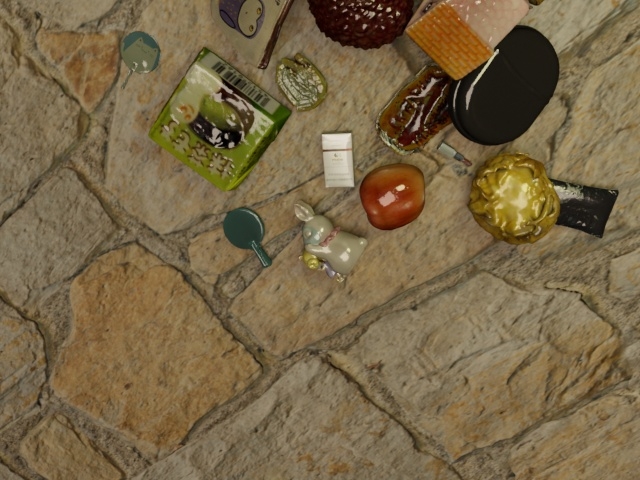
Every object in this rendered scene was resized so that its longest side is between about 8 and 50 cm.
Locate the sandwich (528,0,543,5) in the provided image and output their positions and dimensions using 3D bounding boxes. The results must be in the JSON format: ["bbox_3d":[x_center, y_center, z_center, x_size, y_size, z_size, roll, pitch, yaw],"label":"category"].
[{"bbox_3d":[0.457,-0.636,1.582,0.065,0.214,0.186,-40,102,18],"label":"sandwich"}]

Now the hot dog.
[{"bbox_3d":[0.268,-0.344,1.795,0.162,0.082,0.270,43,111,-8],"label":"hot dog"}]

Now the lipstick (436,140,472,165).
[{"bbox_3d":[0.367,-0.232,1.854,0.107,0.025,0.025,29,112,-10],"label":"lipstick"}]

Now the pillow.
[{"bbox_3d":[0.681,-0.094,1.845,0.208,0.055,0.141,14,111,5],"label":"pillow"}]

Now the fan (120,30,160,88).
[{"bbox_3d":[-0.511,-0.493,1.888,0.113,0.005,0.175,33,112,-5],"label":"fan"}]

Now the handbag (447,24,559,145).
[{"bbox_3d":[0.462,-0.380,1.703,0.254,0.093,0.308,32,100,-24],"label":"handbag"}]

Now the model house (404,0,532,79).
[{"bbox_3d":[0.318,-0.543,1.609,0.202,0.237,0.237,33,110,-28],"label":"model house"}]

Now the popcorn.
[{"bbox_3d":[0.500,-0.109,1.791,0.250,0.190,0.250,8,104,33],"label":"popcorn"}]

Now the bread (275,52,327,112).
[{"bbox_3d":[-0.055,-0.421,1.820,0.117,0.064,0.156,-40,102,18],"label":"bread"}]

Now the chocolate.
[{"bbox_3d":[-0.283,-0.314,1.853,0.301,0.137,0.288,36,112,-6],"label":"chocolate"}]

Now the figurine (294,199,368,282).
[{"bbox_3d":[0.000,0.000,1.949,0.236,0.127,0.155,34,121,0],"label":"figurine"}]

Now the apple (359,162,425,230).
[{"bbox_3d":[0.200,-0.124,1.846,0.199,0.199,0.199,3,111,7],"label":"apple"}]

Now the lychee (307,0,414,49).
[{"bbox_3d":[0.109,-0.587,1.624,0.300,0.264,0.264,-8,112,39],"label":"lychee"}]

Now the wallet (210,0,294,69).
[{"bbox_3d":[-0.157,-0.619,1.694,0.275,0.068,0.335,47,126,25],"label":"wallet"}]

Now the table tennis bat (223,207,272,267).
[{"bbox_3d":[-0.208,-0.004,2.020,0.124,0.033,0.201,-29,102,19],"label":"table tennis bat"}]

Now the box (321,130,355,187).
[{"bbox_3d":[0.050,-0.225,1.894,0.084,0.040,0.154,0,110,11],"label":"box"}]
